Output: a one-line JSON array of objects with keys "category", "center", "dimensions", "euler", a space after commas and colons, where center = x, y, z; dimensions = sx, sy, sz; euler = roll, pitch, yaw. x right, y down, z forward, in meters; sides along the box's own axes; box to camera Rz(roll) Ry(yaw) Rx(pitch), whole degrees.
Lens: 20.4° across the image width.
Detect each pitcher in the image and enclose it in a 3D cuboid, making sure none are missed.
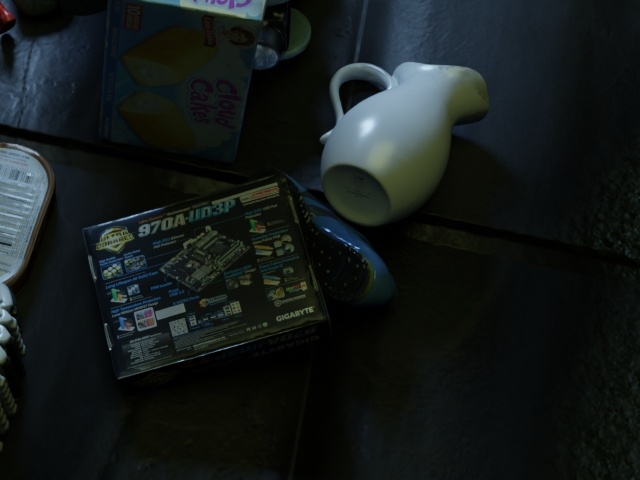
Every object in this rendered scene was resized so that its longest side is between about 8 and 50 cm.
[{"category": "pitcher", "center": [0.063, -0.115, 1.915], "dimensions": [0.178, 0.125, 0.207], "euler": [16, 45, 24]}]

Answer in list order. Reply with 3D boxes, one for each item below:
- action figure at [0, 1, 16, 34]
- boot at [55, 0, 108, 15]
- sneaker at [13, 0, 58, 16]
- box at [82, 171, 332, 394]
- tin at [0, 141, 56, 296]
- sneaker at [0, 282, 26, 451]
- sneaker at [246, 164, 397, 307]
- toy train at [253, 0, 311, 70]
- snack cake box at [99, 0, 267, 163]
[{"category": "action figure", "center": [-0.451, -0.333, 1.970], "dimensions": [0.091, 0.139, 0.280], "euler": [-30, 91, -27]}, {"category": "boot", "center": [-0.153, -0.367, 1.922], "dimensions": [0.264, 0.096, 0.280], "euler": [-19, 37, 21]}, {"category": "sneaker", "center": [-0.340, -0.360, 2.006], "dimensions": [0.087, 0.130, 0.227], "euler": [-14, 91, -22]}, {"category": "box", "center": [-0.116, 0.043, 1.789], "dimensions": [0.220, 0.051, 0.175], "euler": [-16, 64, -1]}, {"category": "tin", "center": [-0.338, -0.019, 1.828], "dimensions": [0.106, 0.040, 0.189], "euler": [12, 59, 2]}, {"category": "sneaker", "center": [-0.352, 0.166, 1.682], "dimensions": [0.118, 0.110, 0.292], "euler": [6, 58, 4]}, {"category": "sneaker", "center": [0.000, 0.000, 1.867], "dimensions": [0.209, 0.082, 0.069], "euler": [44, 105, 31]}, {"category": "toy train", "center": [-0.103, -0.333, 1.996], "dimensions": [0.190, 0.142, 0.334], "euler": [1, 58, 3]}, {"category": "snack cake box", "center": [-0.142, -0.194, 1.828], "dimensions": [0.152, 0.264, 0.089], "euler": [11, 59, -3]}]
